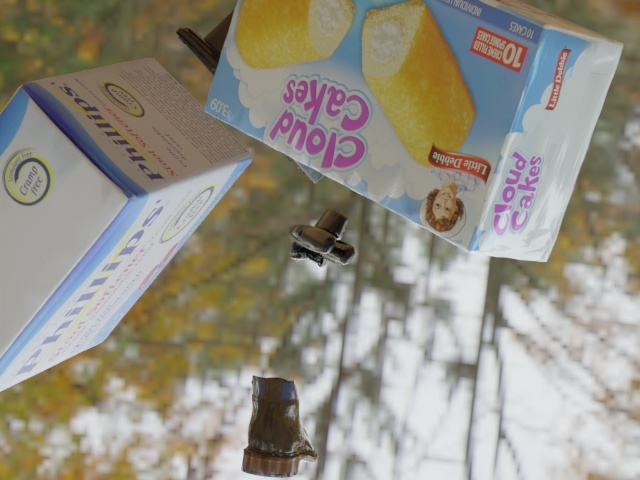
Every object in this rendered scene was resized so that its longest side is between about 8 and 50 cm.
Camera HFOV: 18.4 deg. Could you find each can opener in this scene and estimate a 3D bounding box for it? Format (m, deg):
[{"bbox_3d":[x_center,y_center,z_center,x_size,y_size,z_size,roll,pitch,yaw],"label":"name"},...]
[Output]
[{"bbox_3d":[0.000,0.000,2.216,0.059,0.073,0.186,20,-176,-8],"label":"can opener"}]

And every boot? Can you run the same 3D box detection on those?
[{"bbox_3d":[-0.039,0.195,2.188,0.082,0.106,0.219,7,-176,3],"label":"boot"}]

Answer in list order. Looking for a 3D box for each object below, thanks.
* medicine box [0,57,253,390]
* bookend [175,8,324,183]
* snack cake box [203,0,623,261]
[{"bbox_3d":[-0.237,-0.015,1.816,0.149,0.263,0.289,43,-160,7],"label":"medicine box"},{"bbox_3d":[-0.003,-0.156,1.565,0.157,0.156,0.072,46,179,-43],"label":"bookend"},{"bbox_3d":[0.055,-0.106,1.304,0.089,0.152,0.264,5,-162,-48],"label":"snack cake box"}]
